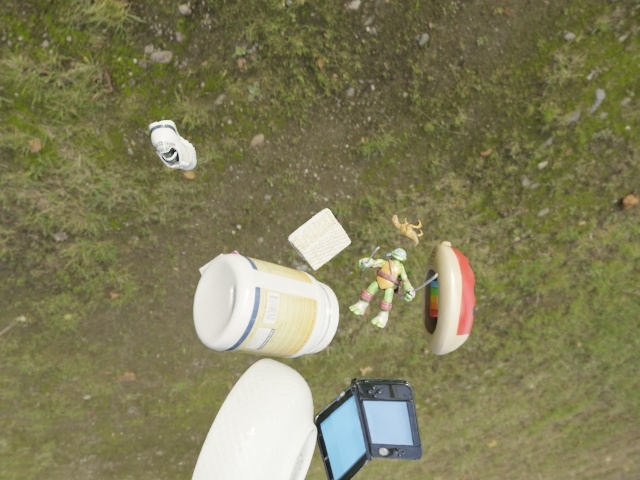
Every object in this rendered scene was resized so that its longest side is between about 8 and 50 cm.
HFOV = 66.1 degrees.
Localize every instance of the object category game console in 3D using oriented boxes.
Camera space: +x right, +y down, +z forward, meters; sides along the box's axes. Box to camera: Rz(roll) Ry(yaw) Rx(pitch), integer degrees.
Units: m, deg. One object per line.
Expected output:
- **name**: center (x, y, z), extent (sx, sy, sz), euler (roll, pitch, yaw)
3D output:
- **game console**: center (0.142, 0.555, 1.380), extent (0.250, 0.173, 0.293), euler (-5, 115, 18)

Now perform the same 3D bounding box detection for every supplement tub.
- **supplement tub**: center (-0.130, 0.173, 1.232), extent (0.316, 0.228, 0.228), euler (19, 130, -40)

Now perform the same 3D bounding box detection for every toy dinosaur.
- **toy dinosaur**: center (0.361, -0.029, 1.967), extent (0.112, 0.211, 0.064), euler (-16, 129, -20)

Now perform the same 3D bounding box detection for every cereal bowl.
- **cereal bowl**: center (-0.100, 0.408, 0.942), extent (0.141, 0.339, 0.339), euler (16, 142, 16)

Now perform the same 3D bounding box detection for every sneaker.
- **sneaker**: center (-0.408, -0.239, 1.373), extent (0.090, 0.095, 0.235), euler (-19, 164, 3)

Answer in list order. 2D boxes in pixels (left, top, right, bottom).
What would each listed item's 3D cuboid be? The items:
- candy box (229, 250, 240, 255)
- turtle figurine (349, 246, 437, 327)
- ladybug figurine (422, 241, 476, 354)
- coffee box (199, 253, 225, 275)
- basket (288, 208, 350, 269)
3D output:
- **candy box**: center (-0.342, 0.121, 1.854), extent (0.109, 0.186, 0.053), euler (43, 122, 4)
- **turtle figurine**: center (0.208, 0.151, 1.655), extent (0.197, 0.275, 0.266), euler (22, 99, -15)
- **ladybug figurine**: center (0.513, 0.230, 1.958), extent (0.161, 0.305, 0.450), euler (2, 94, -5)
- **coffee box**: center (-0.264, 0.179, 1.548), extent (0.098, 0.247, 0.141), euler (-33, 161, 10)
- **basket**: center (0.000, 0.000, 1.582), extent (0.167, 0.103, 0.113), euler (-37, 134, -2)
